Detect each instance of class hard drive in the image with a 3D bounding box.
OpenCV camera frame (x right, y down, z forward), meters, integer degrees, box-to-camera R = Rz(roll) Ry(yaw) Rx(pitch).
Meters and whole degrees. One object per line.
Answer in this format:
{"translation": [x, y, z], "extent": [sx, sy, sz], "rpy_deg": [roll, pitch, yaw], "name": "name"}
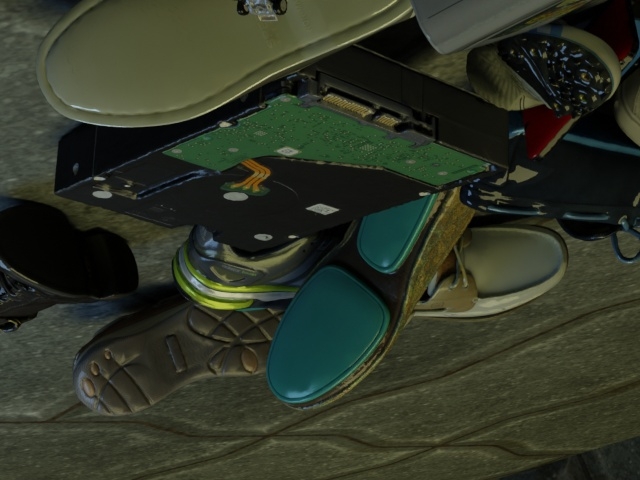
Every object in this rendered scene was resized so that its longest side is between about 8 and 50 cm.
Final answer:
{"translation": [-0.039, -0.076, 1.352], "extent": [0.237, 0.064, 0.339], "rpy_deg": [16, 158, -38], "name": "hard drive"}

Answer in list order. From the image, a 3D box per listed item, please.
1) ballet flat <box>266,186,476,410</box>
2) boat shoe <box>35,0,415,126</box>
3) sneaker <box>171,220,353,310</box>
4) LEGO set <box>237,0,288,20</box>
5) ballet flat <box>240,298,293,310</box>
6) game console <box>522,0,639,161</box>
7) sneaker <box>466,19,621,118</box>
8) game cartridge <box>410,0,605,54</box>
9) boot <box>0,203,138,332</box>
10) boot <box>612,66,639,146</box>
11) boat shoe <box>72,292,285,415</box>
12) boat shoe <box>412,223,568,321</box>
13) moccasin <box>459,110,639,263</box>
{"translation": [0.067, 0.029, 1.578], "extent": [0.123, 0.123, 0.348], "rpy_deg": [6, 123, -41], "name": "ballet flat"}
{"translation": [-0.058, -0.158, 1.135], "extent": [0.305, 0.109, 0.091], "rpy_deg": [-17, -173, 18], "name": "boat shoe"}
{"translation": [0.000, 0.000, 1.644], "extent": [0.300, 0.111, 0.121], "rpy_deg": [-9, 154, -19], "name": "sneaker"}
{"translation": [-0.069, -0.226, 0.966], "extent": [0.182, 0.060, 0.244], "rpy_deg": [30, 148, -11], "name": "LEGO set"}
{"translation": [-0.039, 0.044, 1.753], "extent": [0.203, 0.074, 0.074], "rpy_deg": [-1, 173, 43], "name": "ballet flat"}
{"translation": [0.247, -0.135, 1.355], "extent": [0.085, 0.124, 0.144], "rpy_deg": [25, 128, -19], "name": "game console"}
{"translation": [0.185, -0.148, 1.264], "extent": [0.086, 0.085, 0.237], "rpy_deg": [-38, -168, -7], "name": "sneaker"}
{"translation": [0.192, -0.197, 1.076], "extent": [0.196, 0.060, 0.294], "rpy_deg": [-19, -177, 38], "name": "game cartridge"}
{"translation": [-0.335, 0.052, 1.629], "extent": [0.229, 0.091, 0.263], "rpy_deg": [-18, 162, 20], "name": "boot"}
{"translation": [0.403, -0.091, 1.459], "extent": [0.258, 0.095, 0.123], "rpy_deg": [32, 146, -9], "name": "boot"}
{"translation": [-0.146, 0.107, 1.896], "extent": [0.324, 0.123, 0.116], "rpy_deg": [-15, -163, -13], "name": "boat shoe"}
{"translation": [0.137, 0.037, 1.811], "extent": [0.302, 0.113, 0.103], "rpy_deg": [-11, 167, 3], "name": "boat shoe"}
{"translation": [0.260, -0.060, 1.545], "extent": [0.342, 0.138, 0.116], "rpy_deg": [13, 113, -34], "name": "moccasin"}
